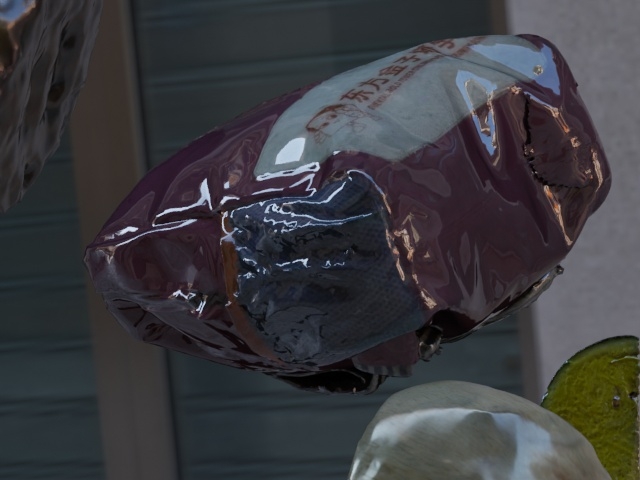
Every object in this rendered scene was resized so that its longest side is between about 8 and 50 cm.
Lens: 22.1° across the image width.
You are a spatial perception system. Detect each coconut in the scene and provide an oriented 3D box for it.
[{"bbox_3d":[0.111,0.208,1.256,0.224,0.224,0.224,-5,4,0],"label":"coconut"}]

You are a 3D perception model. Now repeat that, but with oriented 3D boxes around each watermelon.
[{"bbox_3d":[0.233,0.172,1.438,0.075,0.182,0.092,2,-1,-16],"label":"watermelon"}]

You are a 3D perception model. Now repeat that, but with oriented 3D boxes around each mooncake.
[{"bbox_3d":[-0.307,-0.159,1.443,0.161,0.290,0.290,20,8,8],"label":"mooncake"}]

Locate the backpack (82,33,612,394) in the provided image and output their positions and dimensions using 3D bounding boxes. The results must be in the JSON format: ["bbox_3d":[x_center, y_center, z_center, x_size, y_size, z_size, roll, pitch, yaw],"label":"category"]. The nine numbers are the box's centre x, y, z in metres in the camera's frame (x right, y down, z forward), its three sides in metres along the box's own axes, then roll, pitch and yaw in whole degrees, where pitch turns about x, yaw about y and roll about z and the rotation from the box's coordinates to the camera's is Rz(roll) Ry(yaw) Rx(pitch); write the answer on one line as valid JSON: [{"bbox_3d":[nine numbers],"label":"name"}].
[{"bbox_3d":[0.000,0.000,1.074,0.317,0.197,0.283,-16,8,39],"label":"backpack"}]
